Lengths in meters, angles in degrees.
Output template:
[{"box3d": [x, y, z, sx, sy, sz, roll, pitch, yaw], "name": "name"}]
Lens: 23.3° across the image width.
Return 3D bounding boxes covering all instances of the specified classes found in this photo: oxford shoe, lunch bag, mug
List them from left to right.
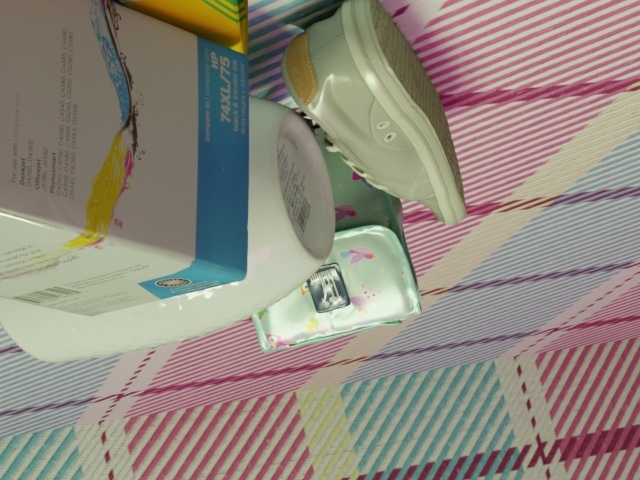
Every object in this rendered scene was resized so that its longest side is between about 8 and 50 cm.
[{"box3d": [-0.153, -0.048, 1.718, 0.328, 0.276, 0.374, -11, -158, 20], "name": "mug"}, {"box3d": [0.000, 0.000, 1.982, 0.223, 0.262, 0.160, -15, 163, 6], "name": "lunch bag"}, {"box3d": [0.070, -0.134, 1.785, 0.130, 0.169, 0.449, -21, 155, 13], "name": "oxford shoe"}]

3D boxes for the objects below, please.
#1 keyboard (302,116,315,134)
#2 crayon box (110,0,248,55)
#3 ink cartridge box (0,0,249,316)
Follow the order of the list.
[{"box3d": [-0.146, -0.033, 1.880, 0.317, 0.201, 0.033, -17, 148, 7], "name": "keyboard"}, {"box3d": [-0.244, -0.228, 1.218, 0.363, 0.106, 0.313, -1, 162, 0], "name": "crayon box"}, {"box3d": [-0.218, -0.070, 1.218, 0.198, 0.197, 0.270, -14, 159, 40], "name": "ink cartridge box"}]
